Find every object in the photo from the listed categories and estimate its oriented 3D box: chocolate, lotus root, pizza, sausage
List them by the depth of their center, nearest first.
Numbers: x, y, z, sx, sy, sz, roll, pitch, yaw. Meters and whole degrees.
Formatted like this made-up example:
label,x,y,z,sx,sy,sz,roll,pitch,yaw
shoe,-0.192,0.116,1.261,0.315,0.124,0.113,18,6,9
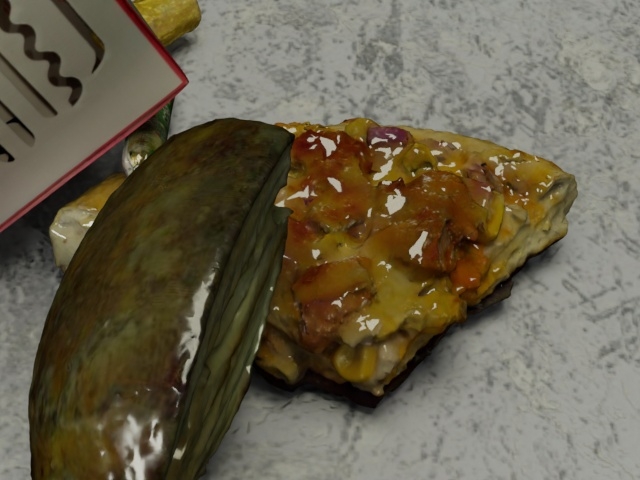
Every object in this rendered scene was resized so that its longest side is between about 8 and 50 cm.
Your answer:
label,x,y,z,sx,sy,sz,roll,pitch,yaw
lotus root,-0.122,0.068,1.244,0.142,0.210,0.314,14,57,8
pizza,0.000,0.000,1.428,0.409,0.114,0.277,-3,40,-1
sausage,-0.135,-0.094,1.489,0.033,0.032,0.269,3,20,-2
chocolate,-0.190,-0.153,1.585,0.086,0.085,0.219,37,49,27

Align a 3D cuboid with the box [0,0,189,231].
label,x,y,z,sx,sy,sz,roll,pitch,yaw
box,-0.333,-0.183,1.365,0.300,0.314,0.312,-38,54,0
